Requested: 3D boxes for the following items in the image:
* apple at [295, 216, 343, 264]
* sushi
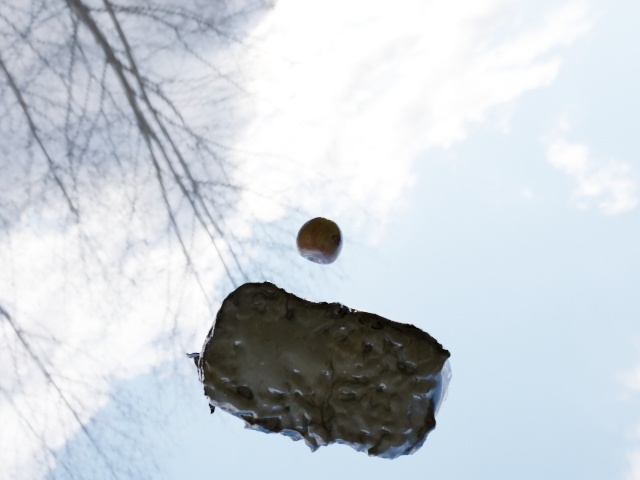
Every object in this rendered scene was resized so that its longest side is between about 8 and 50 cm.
[{"bbox_3d":[0.000,0.000,1.584,0.084,0.084,0.071,8,-110,38],"label":"apple"},{"bbox_3d":[-0.010,0.173,1.223,0.343,0.182,0.196,14,-108,4],"label":"sushi"}]
